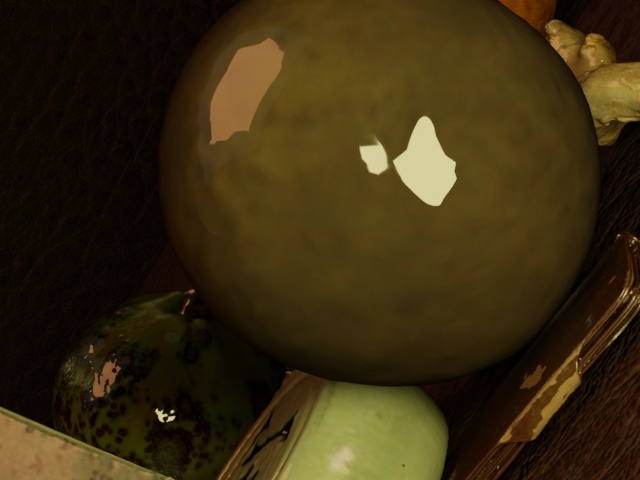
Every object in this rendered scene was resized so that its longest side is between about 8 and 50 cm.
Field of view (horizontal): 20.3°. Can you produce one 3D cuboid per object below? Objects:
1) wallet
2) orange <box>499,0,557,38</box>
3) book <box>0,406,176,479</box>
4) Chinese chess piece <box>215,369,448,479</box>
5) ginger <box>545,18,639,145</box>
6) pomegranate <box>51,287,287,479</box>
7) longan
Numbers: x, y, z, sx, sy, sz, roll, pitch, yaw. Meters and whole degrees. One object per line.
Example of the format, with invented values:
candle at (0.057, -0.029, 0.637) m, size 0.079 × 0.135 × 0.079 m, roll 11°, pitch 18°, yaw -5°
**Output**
wallet at (0.135, 0.079, 1.055) m, size 0.176 × 0.026 × 0.095 m, roll -53°, pitch 5°, yaw 19°
orange at (0.116, -0.216, 1.613) m, size 0.193 × 0.193 × 0.161 m, roll -52°, pitch 29°, yaw 30°
book at (-0.295, 0.242, 1.342) m, size 0.031 × 0.379 × 0.264 m, roll 33°, pitch -104°, yaw -60°
Chinese chess piece at (-0.015, 0.193, 1.225) m, size 0.250 × 0.101 × 0.250 m, roll -55°, pitch 9°, yaw 13°
ginger at (0.188, -0.113, 1.264) m, size 0.288 × 0.075 × 0.089 m, roll -148°, pitch 49°, yaw -79°
pomegranate at (-0.129, 0.182, 1.626) m, size 0.204 × 0.222 × 0.277 m, roll -11°, pitch 83°, yaw 56°
longan at (0.039, -0.045, 1.138) m, size 0.297 × 0.297 × 0.297 m, roll -55°, pitch 10°, yaw 14°
